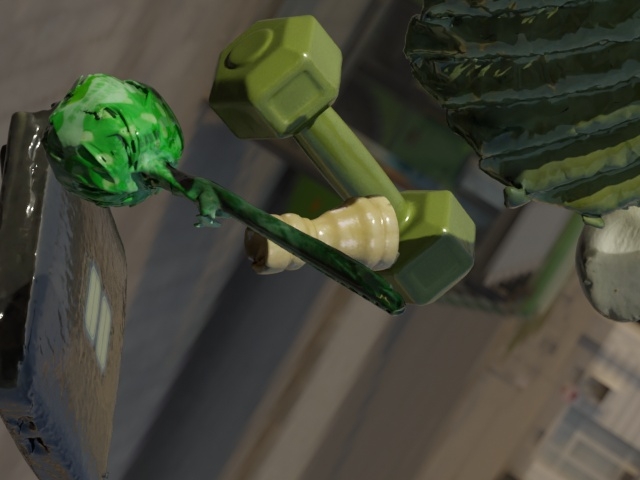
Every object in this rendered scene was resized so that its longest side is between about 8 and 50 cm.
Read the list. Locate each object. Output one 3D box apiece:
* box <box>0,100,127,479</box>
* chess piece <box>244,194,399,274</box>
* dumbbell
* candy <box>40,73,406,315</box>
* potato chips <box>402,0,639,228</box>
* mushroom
[{"bbox_3d":[-0.289,0.070,2.133,0.350,0.091,0.359,77,12,-60],"label":"box"},{"bbox_3d":[0.000,0.000,1.642,0.122,0.066,0.066,-8,142,-27],"label":"chess piece"},{"bbox_3d":[0.023,-0.068,1.748,0.121,0.302,0.108,-41,-149,0],"label":"dumbbell"},{"bbox_3d":[-0.067,-0.023,1.343,0.097,0.323,0.097,-34,139,-36],"label":"candy"},{"bbox_3d":[0.267,-0.161,1.581,0.373,0.389,0.097,96,-12,-50],"label":"potato chips"},{"bbox_3d":[0.344,-0.009,2.197,0.116,0.093,0.225,-27,-150,28],"label":"mushroom"}]
